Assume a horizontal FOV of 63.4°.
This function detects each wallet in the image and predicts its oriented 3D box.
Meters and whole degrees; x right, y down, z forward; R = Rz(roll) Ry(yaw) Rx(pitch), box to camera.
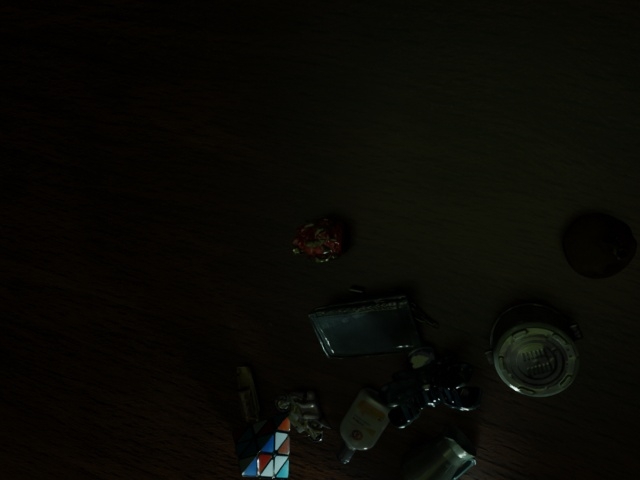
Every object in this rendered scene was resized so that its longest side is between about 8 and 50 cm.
[{"bbox_3d":[0.155,0.295,1.744,0.343,0.075,0.237,-11,121,19],"label":"wallet"}]

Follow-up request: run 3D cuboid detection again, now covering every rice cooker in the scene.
[{"bbox_3d":[0.626,0.318,1.526,0.281,0.227,0.241,-26,92,20],"label":"rice cooker"}]

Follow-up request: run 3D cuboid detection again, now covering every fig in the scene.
[{"bbox_3d":[0.791,0.028,1.405,0.191,0.290,0.190,-1,100,-7],"label":"fig"}]

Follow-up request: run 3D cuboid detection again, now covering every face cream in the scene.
[{"bbox_3d":[0.142,0.664,1.837,0.144,0.071,0.291,32,108,11],"label":"face cream"}]

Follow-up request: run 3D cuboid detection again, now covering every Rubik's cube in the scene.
[{"bbox_3d":[-0.263,0.784,1.912,0.250,0.234,0.284,12,104,17],"label":"Rubik's cube"}]

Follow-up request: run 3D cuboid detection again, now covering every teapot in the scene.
[{"bbox_3d":[0.402,0.736,1.724,0.203,0.171,0.225,37,105,-24],"label":"teapot"}]

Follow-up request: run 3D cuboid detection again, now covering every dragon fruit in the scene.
[{"bbox_3d":[0.000,0.000,1.739,0.172,0.160,0.166,8,134,20],"label":"dragon fruit"}]

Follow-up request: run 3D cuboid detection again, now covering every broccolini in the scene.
[{"bbox_3d":[0.307,0.233,1.730,0.201,0.058,0.074,32,123,-5],"label":"broccolini"}]

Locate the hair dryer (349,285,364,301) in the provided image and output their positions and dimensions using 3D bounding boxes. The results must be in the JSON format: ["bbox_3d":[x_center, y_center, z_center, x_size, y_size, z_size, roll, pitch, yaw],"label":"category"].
[{"bbox_3d":[0.122,0.200,1.790,0.047,0.026,0.083,11,106,18],"label":"hair dryer"}]

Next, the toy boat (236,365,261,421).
[{"bbox_3d":[-0.278,0.582,1.960,0.068,0.088,0.225,-8,97,21],"label":"toy boat"}]

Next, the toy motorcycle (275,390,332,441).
[{"bbox_3d":[-0.053,0.621,1.897,0.225,0.073,0.152,41,107,9],"label":"toy motorcycle"}]

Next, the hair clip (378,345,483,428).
[{"bbox_3d":[0.347,0.471,1.651,0.311,0.206,0.194,-18,108,13],"label":"hair clip"}]
